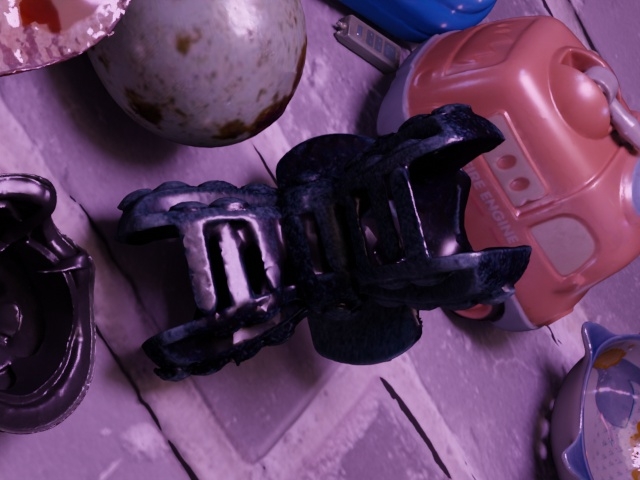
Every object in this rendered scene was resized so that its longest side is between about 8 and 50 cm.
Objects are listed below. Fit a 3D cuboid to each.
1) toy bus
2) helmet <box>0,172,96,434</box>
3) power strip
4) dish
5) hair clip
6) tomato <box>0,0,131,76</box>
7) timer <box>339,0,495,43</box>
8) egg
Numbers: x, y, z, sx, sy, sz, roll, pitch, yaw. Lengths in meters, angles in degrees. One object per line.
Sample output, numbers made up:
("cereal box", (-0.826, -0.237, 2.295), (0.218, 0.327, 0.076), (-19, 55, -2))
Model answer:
("toy bus", (0.196, -0.071, 1.602), (0.288, 0.232, 0.194), (55, 42, -15))
("helmet", (-0.238, 0.043, 1.196), (0.153, 0.107, 0.177), (-53, 134, -46))
("power strip", (0.044, -0.182, 1.633), (0.083, 0.017, 0.027), (29, 55, -39))
("dish", (0.274, 0.188, 1.697), (0.228, 0.086, 0.236), (54, 45, -17))
("hair clip", (0.004, 0.000, 1.357), (0.206, 0.310, 0.194), (21, 57, -77))
("tomato", (-0.244, -0.208, 1.262), (0.228, 0.112, 0.199), (5, 83, -23))
("timer", (0.067, -0.373, 1.655), (0.309, 0.115, 0.340), (28, 57, -41))
("egg", (-0.106, -0.181, 1.364), (0.169, 0.169, 0.231), (-21, 77, -48))
